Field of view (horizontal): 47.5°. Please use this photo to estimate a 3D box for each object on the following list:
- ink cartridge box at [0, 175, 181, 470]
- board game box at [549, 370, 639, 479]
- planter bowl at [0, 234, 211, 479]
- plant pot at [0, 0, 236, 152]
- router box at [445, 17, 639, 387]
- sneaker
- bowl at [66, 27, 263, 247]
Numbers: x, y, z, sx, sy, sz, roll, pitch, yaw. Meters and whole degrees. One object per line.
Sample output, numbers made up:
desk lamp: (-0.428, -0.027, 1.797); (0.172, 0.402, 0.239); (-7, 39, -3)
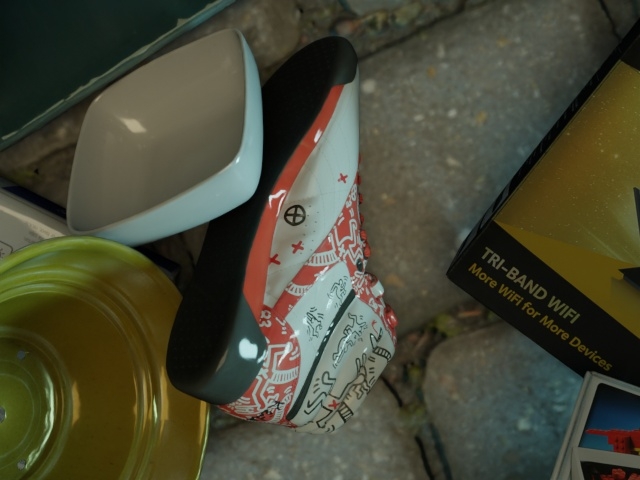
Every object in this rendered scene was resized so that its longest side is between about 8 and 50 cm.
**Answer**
ink cartridge box: (-0.318, 0.094, 0.523); (0.324, 0.071, 0.330); (28, 95, -6)
board game box: (0.265, 0.214, 0.383); (0.305, 0.053, 0.193); (18, 75, 22)
planter bowl: (-0.169, 0.107, 0.432); (0.090, 0.217, 0.217); (-4, 96, 31)
plant pot: (-0.213, -0.241, 0.416); (0.247, 0.248, 0.252); (-32, 79, 2)
router box: (0.277, 0.014, 0.459); (0.309, 0.081, 0.243); (36, 117, 5)
sneaker: (-0.001, 0.001, 0.521); (0.145, 0.090, 0.270); (34, 65, -38)
bowl: (-0.097, -0.060, 0.488); (0.142, 0.142, 0.053); (-20, 140, 19)
